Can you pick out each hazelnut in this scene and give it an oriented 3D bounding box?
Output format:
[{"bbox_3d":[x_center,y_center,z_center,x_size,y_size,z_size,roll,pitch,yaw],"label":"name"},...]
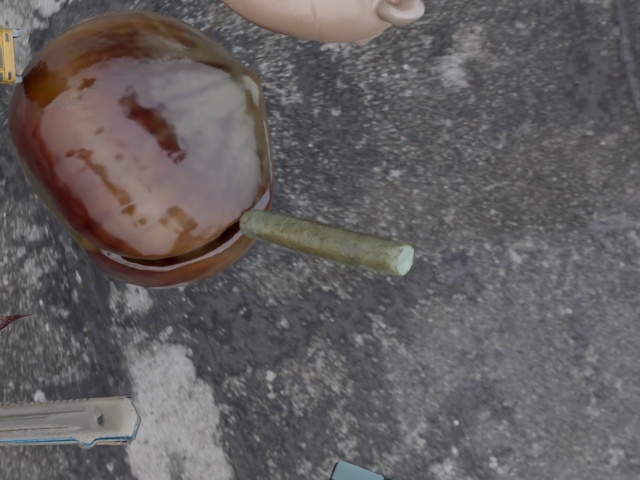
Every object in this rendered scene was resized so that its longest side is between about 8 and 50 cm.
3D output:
[{"bbox_3d":[-0.249,-0.128,1.363,0.359,0.359,0.409,-43,98,-8],"label":"hazelnut"}]

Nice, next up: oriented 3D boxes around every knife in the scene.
[{"bbox_3d":[-0.417,0.262,1.306,0.365,0.043,0.089,-7,83,10],"label":"knife"}]

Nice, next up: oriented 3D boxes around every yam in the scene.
[{"bbox_3d":[0.000,0.000,0.532,0.021,0.116,0.021,-23,119,-49],"label":"yam"}]

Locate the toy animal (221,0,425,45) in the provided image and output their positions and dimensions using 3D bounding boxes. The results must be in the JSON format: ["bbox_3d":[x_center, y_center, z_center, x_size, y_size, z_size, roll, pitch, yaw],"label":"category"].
[{"bbox_3d":[-0.024,-0.280,0.932,0.250,0.166,0.154,22,108,-12],"label":"toy animal"}]

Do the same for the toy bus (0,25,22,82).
[{"bbox_3d":[-0.436,-0.245,1.238,0.074,0.162,0.069,-5,106,-24],"label":"toy bus"}]

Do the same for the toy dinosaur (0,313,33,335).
[{"bbox_3d":[-0.488,0.114,1.240,0.220,0.108,0.032,-16,144,-26],"label":"toy dinosaur"}]

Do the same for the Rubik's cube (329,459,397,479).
[{"bbox_3d":[0.060,0.437,1.313,0.167,0.180,0.183,18,99,7],"label":"Rubik's cube"}]
